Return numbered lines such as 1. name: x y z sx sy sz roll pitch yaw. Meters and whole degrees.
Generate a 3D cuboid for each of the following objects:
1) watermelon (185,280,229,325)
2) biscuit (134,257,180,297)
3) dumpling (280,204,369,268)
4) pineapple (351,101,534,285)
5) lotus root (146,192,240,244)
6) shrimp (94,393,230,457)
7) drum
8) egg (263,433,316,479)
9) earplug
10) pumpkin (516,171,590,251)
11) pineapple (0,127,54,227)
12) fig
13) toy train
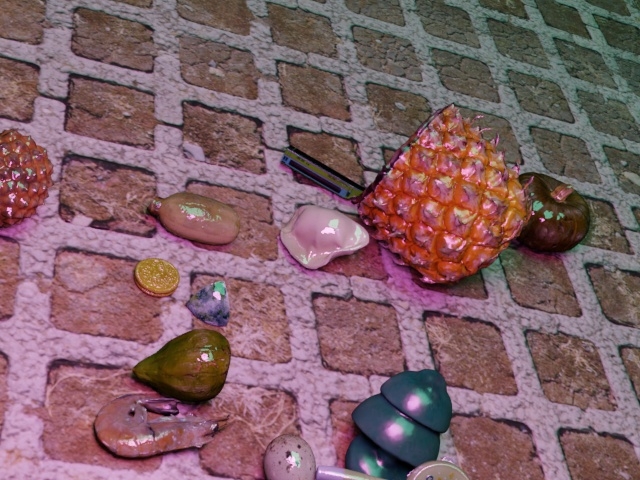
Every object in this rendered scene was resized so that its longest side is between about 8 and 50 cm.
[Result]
1. watermelon: -0.195 0.118 1.857 0.085 0.085 0.061 23 11 -9
2. biscuit: -0.298 0.067 1.853 0.084 0.023 0.084 15 43 -15
3. dumpling: 0.002 0.000 2.048 0.169 0.100 0.134 30 54 2
4. pineapple: 0.268 -0.086 2.111 0.300 0.352 0.352 43 41 0
5. lotus root: -0.242 -0.046 1.959 0.183 0.077 0.090 18 41 -17
6. shrimp: -0.254 0.290 1.639 0.223 0.047 0.126 -1 39 -30
7. drum: 0.121 0.416 1.623 0.253 0.049 0.130 -3 77 -6
8. egg: -0.048 0.367 1.649 0.085 0.085 0.110 -6 60 -35
9. earplug: 0.151 0.356 1.721 0.164 0.280 0.257 27 -1 -40
10. pumpkin: 0.539 -0.070 2.395 0.219 0.162 0.219 20 37 -16
11. pineapple: -0.557 -0.097 1.764 0.166 0.166 0.193 26 47 -6
12. fig: -0.230 0.204 1.686 0.156 0.123 0.123 9 44 -8
13. toy train: 0.011 -0.137 2.232 0.209 0.042 0.044 30 19 -2
